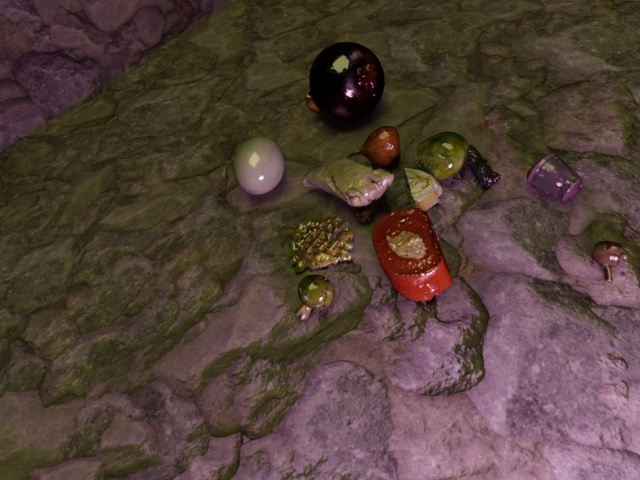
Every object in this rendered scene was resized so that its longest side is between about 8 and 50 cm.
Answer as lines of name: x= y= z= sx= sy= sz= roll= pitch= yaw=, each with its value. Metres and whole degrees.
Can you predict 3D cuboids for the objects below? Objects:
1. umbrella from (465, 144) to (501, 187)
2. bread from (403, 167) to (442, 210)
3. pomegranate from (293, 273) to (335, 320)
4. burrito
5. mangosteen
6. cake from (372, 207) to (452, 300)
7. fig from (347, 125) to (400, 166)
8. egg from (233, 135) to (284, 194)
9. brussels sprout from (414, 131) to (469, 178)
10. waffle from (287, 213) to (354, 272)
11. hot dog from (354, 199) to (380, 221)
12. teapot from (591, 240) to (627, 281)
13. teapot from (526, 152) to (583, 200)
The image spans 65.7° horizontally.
umbrella: x=0.513 y=-0.265 z=1.665 sx=0.066 sy=0.059 sz=0.236 roll=-12 pitch=47 yaw=-16
bread: x=0.335 y=-0.176 z=1.611 sx=0.110 sy=0.103 sz=0.156 roll=-18 pitch=55 yaw=10
pomegranate: x=-0.023 y=0.166 z=1.436 sx=0.114 sy=0.114 sz=0.142 roll=40 pitch=99 yaw=38
burrito: x=0.096 y=-0.202 z=1.669 sx=0.175 sy=0.107 sz=0.347 roll=-32 pitch=30 yaw=-22
mangosteen: x=0.088 y=-0.619 z=1.964 sx=0.307 sy=0.307 sz=0.347 roll=-43 pitch=24 yaw=-20
cake: x=0.259 y=0.039 z=1.426 sx=0.177 sy=0.151 sz=0.283 roll=-22 pitch=46 yaw=14
fig: x=0.186 y=-0.317 z=1.751 sx=0.201 sy=0.146 sz=0.134 roll=-20 pitch=32 yaw=-1
egg: x=-0.225 y=-0.277 z=1.815 sx=0.186 sy=0.186 sz=0.253 roll=-2 pitch=51 yaw=15
brussels sprout: x=0.406 y=-0.283 z=1.647 sx=0.143 sy=0.162 sz=0.180 roll=5 pitch=17 yaw=-41
waffle: x=-0.001 y=-0.002 z=1.599 sx=0.223 sy=0.054 sz=0.204 roll=-14 pitch=47 yaw=7
hot dog: x=0.166 y=-0.133 z=1.657 sx=0.072 sy=0.055 sz=0.188 roll=-8 pitch=41 yaw=40
teapot: x=0.758 y=0.052 z=1.306 sx=0.080 sy=0.085 sz=0.110 roll=15 pitch=76 yaw=29
teapot: x=0.722 y=-0.184 z=1.515 sx=0.146 sy=0.148 sz=0.116 roll=47 pitch=110 yaw=28
